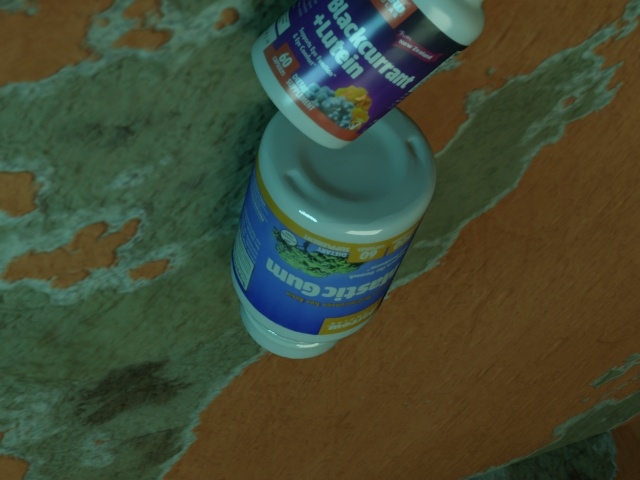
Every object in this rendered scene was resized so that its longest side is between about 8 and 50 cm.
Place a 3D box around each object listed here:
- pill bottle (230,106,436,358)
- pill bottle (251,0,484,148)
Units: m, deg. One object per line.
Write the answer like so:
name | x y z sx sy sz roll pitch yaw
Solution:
pill bottle | 0.000 0.000 1.181 0.152 0.152 0.272 -18 154 -22
pill bottle | 0.051 -0.165 0.957 0.193 0.108 0.108 -39 154 23
